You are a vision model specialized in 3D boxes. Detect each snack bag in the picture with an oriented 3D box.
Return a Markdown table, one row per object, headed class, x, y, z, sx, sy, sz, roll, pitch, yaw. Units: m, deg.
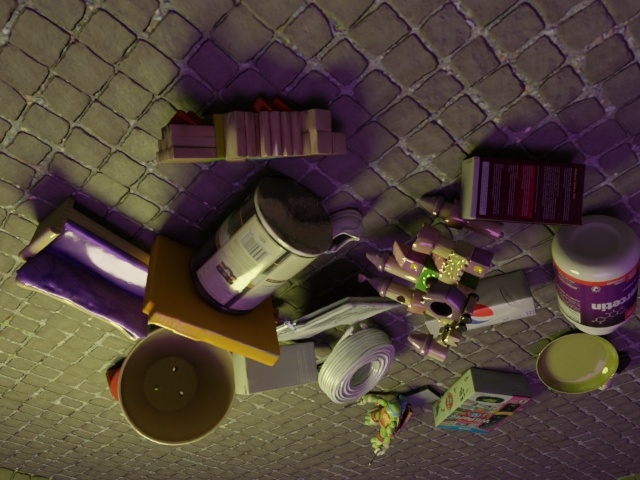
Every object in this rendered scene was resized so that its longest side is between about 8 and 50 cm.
| class | x | y | z | sx | sy | sz | roll | pitch | yaw |
| --- | --- | --- | --- | --- | --- | --- | --- | --- | --- |
| snack bag | 0.012 | 0.220 | 1.401 | 0.342 | 0.037 | 0.323 | -25 | 163 | 25 |

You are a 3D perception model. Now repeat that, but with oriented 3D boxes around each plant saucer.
| class | x | y | z | sx | sy | sz | roll | pitch | yaw |
| --- | --- | --- | --- | --- | --- | --- | --- | --- | --- |
| plant saucer | 0.804 | 0.380 | 1.650 | 0.241 | 0.037 | 0.241 | 3 | 118 | 6 |

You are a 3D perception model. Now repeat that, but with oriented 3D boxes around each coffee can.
| class | x | y | z | sx | sy | sz | roll | pitch | yaw |
| --- | --- | --- | --- | --- | --- | --- | --- | --- | --- |
| coffee can | -0.135 | 0.016 | 1.163 | 0.201 | 0.201 | 0.275 | 29 | 130 | -28 |

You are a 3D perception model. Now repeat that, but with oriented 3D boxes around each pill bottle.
| class | x | y | z | sx | sy | sz | roll | pitch | yaw |
| --- | --- | --- | --- | --- | --- | --- | --- | --- | --- |
| pill bottle | 0.673 | 0.099 | 1.278 | 0.181 | 0.181 | 0.323 | -16 | 136 | 16 |

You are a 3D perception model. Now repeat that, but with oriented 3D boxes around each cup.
| class | x | y | z | sx | sy | sz | roll | pitch | yaw |
| --- | --- | --- | --- | --- | --- | --- | --- | --- | --- |
| cup | -0.435 | 0.428 | 1.571 | 0.331 | 0.331 | 0.237 | 16 | 160 | -18 |

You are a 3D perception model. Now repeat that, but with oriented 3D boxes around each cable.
| class | x | y | z | sx | sy | sz | roll | pitch | yaw |
| --- | --- | --- | --- | --- | --- | --- | --- | --- | --- |
| cable | 0.114 | 0.377 | 1.572 | 0.257 | 0.089 | 0.257 | -53 | 142 | 9 |

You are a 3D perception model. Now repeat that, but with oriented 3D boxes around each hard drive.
| class | x | y | z | sx | sy | sz | roll | pitch | yaw |
| --- | --- | --- | --- | --- | --- | --- | --- | --- | --- |
| hard drive | 0.359 | 0.575 | 1.918 | 0.135 | 0.022 | 0.094 | -29 | 131 | 28 |

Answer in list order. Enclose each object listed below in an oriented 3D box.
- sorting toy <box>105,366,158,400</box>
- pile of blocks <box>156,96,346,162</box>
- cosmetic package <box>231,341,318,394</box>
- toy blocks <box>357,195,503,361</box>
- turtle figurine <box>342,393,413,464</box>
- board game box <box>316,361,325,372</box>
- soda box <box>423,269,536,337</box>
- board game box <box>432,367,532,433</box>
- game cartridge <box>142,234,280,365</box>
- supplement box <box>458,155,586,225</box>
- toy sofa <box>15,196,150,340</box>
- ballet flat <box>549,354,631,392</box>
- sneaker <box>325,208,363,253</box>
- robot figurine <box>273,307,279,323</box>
| class | x | y | z | sx | sy | sz | roll | pitch | yaw |
| --- | --- | --- | --- | --- | --- | --- | --- | --- | --- |
| sorting toy | -0.619 | 0.529 | 1.824 | 0.126 | 0.127 | 0.365 | 8 | 150 | 37 |
| pile of blocks | -0.134 | -0.213 | 1.005 | 0.362 | 0.149 | 0.112 | -3 | 95 | -10 |
| cosmetic package | -0.133 | 0.375 | 1.547 | 0.238 | 0.127 | 0.107 | 1 | 167 | -30 |
| toy blocks | 0.217 | 0.078 | 1.180 | 0.260 | 0.309 | 0.288 | 24 | 141 | 11 |
| turtle figurine | 0.185 | 0.665 | 1.889 | 0.198 | 0.275 | 0.266 | 38 | 153 | 22 |
| board game box | 0.099 | 0.426 | 1.748 | 0.186 | 0.026 | 0.126 | -24 | 132 | 24 |
| soda box | 0.425 | 0.175 | 1.422 | 0.286 | 0.098 | 0.091 | -16 | 135 | 17 |
| board game box | 0.570 | 0.579 | 1.872 | 0.224 | 0.097 | 0.303 | 10 | 138 | -11 |
| game cartridge | -0.254 | 0.138 | 1.238 | 0.324 | 0.285 | 0.052 | 26 | 114 | -26 |
| supplement box | 0.418 | -0.101 | 1.089 | 0.239 | 0.130 | 0.073 | 4 | -179 | -4 |
| toy sofa | -0.508 | 0.080 | 1.250 | 0.150 | 0.177 | 0.362 | -30 | 130 | 29 |
| ballet flat | 0.887 | 0.451 | 1.731 | 0.280 | 0.096 | 0.095 | -15 | 152 | 16 |
| sneaker | 0.000 | 0.000 | 1.227 | 0.212 | 0.094 | 0.080 | -23 | 135 | 23 |
| robot figurine | -0.273 | 0.197 | 1.448 | 0.291 | 0.085 | 0.211 | 25 | 131 | -26 |
